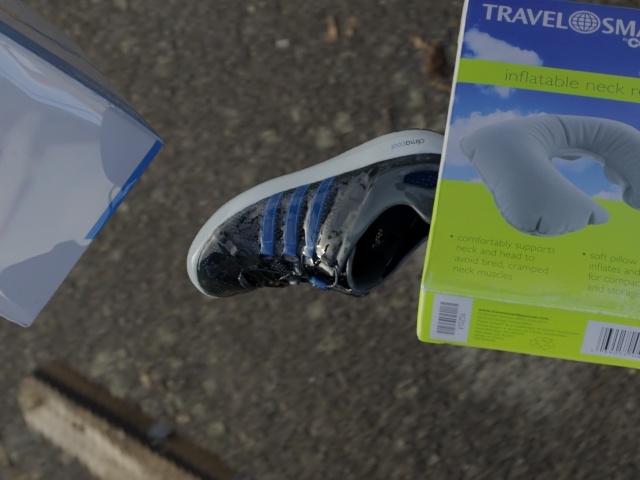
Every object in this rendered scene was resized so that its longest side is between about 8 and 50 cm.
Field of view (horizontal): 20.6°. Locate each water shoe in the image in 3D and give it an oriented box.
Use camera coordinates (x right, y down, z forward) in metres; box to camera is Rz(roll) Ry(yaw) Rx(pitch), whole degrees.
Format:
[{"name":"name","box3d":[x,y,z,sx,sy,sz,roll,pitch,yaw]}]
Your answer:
[{"name":"water shoe","box3d":[0.000,0.000,1.107,0.203,0.073,0.080,-28,51,24]}]

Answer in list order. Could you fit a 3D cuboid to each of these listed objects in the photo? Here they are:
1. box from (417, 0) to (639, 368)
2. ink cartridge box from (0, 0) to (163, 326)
[{"name":"box","box3d":[0.104,-0.035,0.716,0.109,0.178,0.042,8,145,5]},{"name":"ink cartridge box","box3d":[-0.257,-0.086,1.264,0.171,0.168,0.232,-53,34,6]}]
